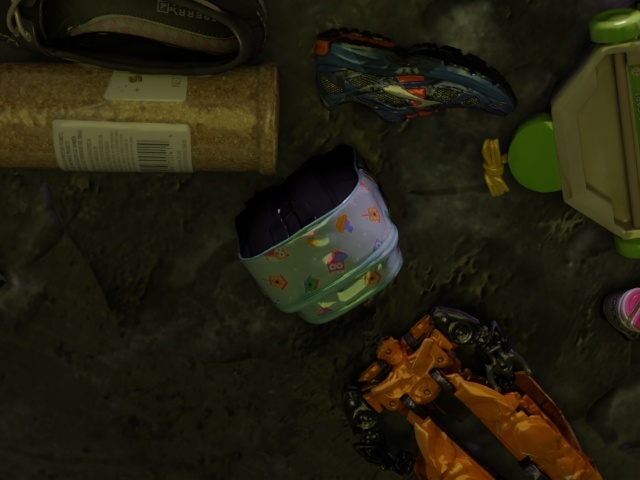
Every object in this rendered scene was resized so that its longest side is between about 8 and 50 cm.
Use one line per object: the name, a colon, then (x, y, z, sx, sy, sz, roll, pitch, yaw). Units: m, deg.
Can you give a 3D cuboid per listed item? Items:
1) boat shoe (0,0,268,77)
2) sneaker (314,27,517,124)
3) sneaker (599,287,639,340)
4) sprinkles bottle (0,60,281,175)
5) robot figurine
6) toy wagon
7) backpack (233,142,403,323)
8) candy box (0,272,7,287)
boat shoe: (-0.218, -0.226, 1.107, 0.335, 0.095, 0.112, 8, 119, 2)
sneaker: (0.097, -0.162, 1.196, 0.221, 0.083, 0.087, 13, 116, 2)
sneaker: (0.378, 0.090, 1.258, 0.170, 0.075, 0.063, 20, 84, -27)
sprinkles bottle: (-0.219, -0.128, 1.170, 0.355, 0.121, 0.121, 1, 103, -1)
robot figurine: (0.162, 0.206, 1.266, 0.211, 0.085, 0.291, -43, 100, 8)
toy wagon: (0.339, -0.113, 1.178, 0.344, 0.068, 0.267, -8, 116, 13)
backpack: (0.000, 0.000, 1.165, 0.166, 0.188, 0.144, -30, 101, 5)
candy box: (-0.470, 0.022, 1.226, 0.165, 0.070, 0.196, -35, 101, 7)
